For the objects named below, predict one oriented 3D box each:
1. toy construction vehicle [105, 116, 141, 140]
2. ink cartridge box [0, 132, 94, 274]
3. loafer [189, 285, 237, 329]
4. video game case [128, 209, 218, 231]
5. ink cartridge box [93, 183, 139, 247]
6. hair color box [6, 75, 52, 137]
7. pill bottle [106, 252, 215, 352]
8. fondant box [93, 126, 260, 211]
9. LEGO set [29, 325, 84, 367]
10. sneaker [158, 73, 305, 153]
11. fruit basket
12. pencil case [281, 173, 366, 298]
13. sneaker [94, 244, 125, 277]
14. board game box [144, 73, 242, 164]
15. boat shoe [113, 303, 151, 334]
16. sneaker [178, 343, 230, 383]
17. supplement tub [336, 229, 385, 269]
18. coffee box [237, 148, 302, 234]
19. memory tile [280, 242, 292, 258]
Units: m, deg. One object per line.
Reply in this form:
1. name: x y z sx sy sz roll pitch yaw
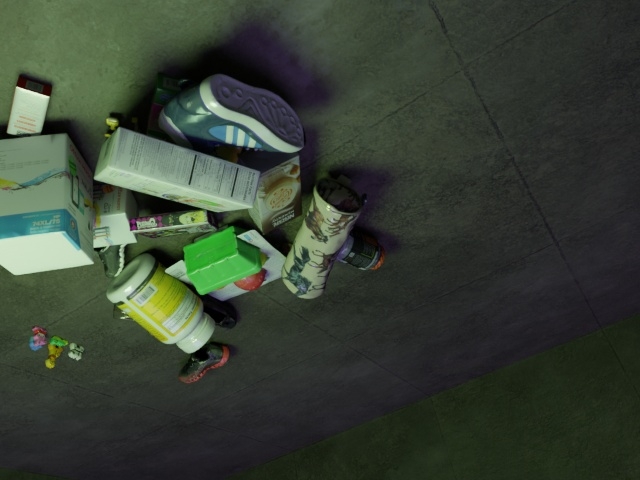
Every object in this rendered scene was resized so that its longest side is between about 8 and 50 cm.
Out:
1. toy construction vehicle: -0.496 -0.271 1.337 0.086 0.035 0.098 7 136 -6
2. ink cartridge box: -0.680 -0.087 1.289 0.197 0.270 0.198 -8 157 -7
3. loafer: -0.397 0.268 1.972 0.109 0.095 0.302 -19 141 7
4. video game case: -0.412 -0.045 1.529 0.210 0.041 0.232 -7 176 -5
5. ink cartridge box: -0.607 -0.069 1.475 0.176 0.128 0.127 -8 141 -7
6. hair color box: -0.676 -0.303 1.236 0.072 0.043 0.141 14 134 -30
7. pill bottle: -0.507 0.213 1.731 0.188 0.188 0.334 -30 119 21
8. fondant box: -0.344 -0.155 1.267 0.330 0.096 0.238 16 172 -29
9. LEGO set: -1.008 0.417 1.994 0.087 0.093 0.227 -25 140 16
10. sneaker: -0.219 -0.265 1.263 0.236 0.130 0.323 -18 158 36
11. fruit basket: -0.280 0.086 1.769 0.327 0.165 0.353 -23 156 14
12. pencil case: 0.000 0.000 1.642 0.160 0.183 0.410 33 130 11
13. sneaker: -0.647 0.031 1.610 0.106 0.078 0.234 -8 143 -39
14. board game box: -0.328 -0.253 1.373 0.242 0.064 0.316 8 137 -23
15. boat shoe: -0.570 0.277 1.881 0.355 0.130 0.132 27 161 -32
16. sneaker: -0.516 0.511 2.239 0.276 0.097 0.135 -33 137 21
17. supplement tub: 0.121 0.030 1.800 0.190 0.117 0.117 22 130 -35
18. coffee box: -0.133 -0.150 1.480 0.141 0.098 0.246 -29 149 -18
19. memory tile: -0.093 0.059 1.862 0.113 0.012 0.148 4 138 -20
